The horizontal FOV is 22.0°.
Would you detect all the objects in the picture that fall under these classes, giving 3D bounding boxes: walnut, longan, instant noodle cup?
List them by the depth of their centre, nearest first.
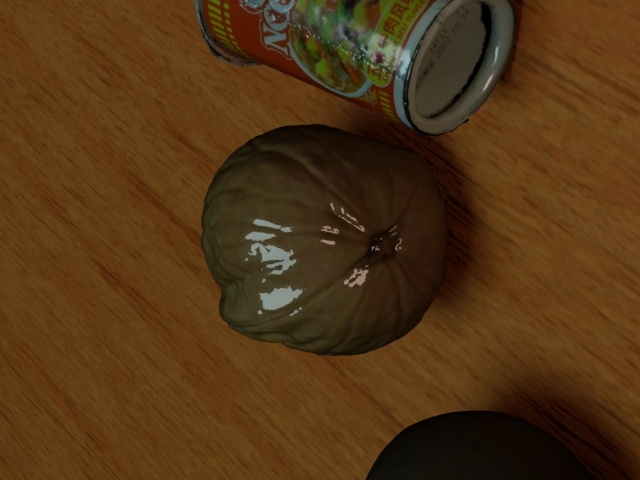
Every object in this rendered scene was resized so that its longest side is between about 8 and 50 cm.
[{"bbox_3d":[0.037,-0.184,1.323,0.212,0.193,0.193,33,136,33],"label":"instant noodle cup"},{"bbox_3d":[0.141,0.254,1.397,0.246,0.215,0.246,170,90,-86],"label":"longan"},{"bbox_3d":[0.000,0.000,1.453,0.228,0.228,0.228,35,136,42],"label":"walnut"}]
